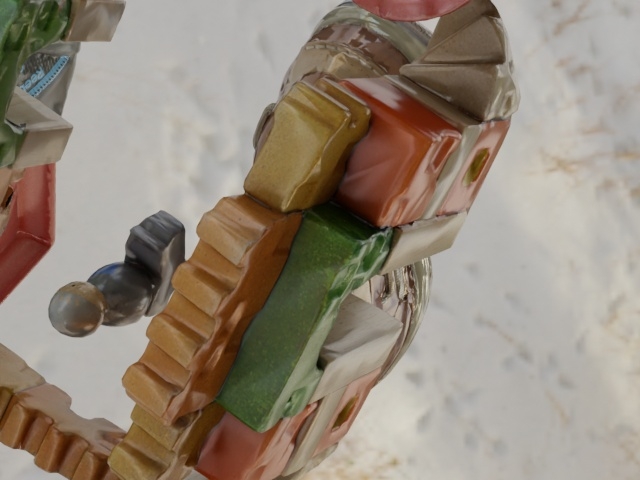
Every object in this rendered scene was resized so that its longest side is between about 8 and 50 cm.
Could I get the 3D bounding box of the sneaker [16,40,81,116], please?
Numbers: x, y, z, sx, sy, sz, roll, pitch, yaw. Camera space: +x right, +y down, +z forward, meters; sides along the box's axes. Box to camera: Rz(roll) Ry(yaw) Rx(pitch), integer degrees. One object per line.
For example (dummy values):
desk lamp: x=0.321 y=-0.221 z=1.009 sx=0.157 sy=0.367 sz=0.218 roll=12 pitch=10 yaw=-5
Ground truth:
sneaker: x=-0.322 y=-0.128 z=1.243 sx=0.341 sy=0.125 sz=0.140 roll=-12 pitch=118 yaw=-50

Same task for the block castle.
block castle: x=-0.105 y=-0.035 z=0.780 sx=0.453 sy=0.303 sz=0.213 roll=-63 pitch=163 yaw=18

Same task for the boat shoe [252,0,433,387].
boat shoe: x=0.000 y=0.000 z=0.970 sx=0.116 sy=0.123 sz=0.324 roll=-48 pitch=152 yaw=-39

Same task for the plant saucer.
plant saucer: x=-0.359 y=0.010 z=1.533 sx=0.048 sy=0.258 sz=0.259 roll=32 pitch=57 yaw=11
